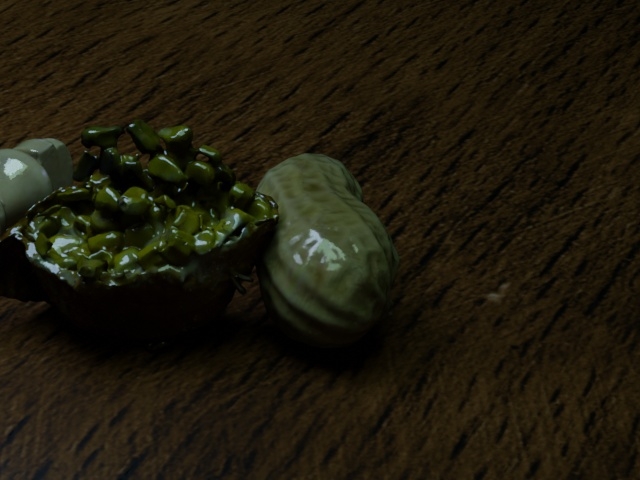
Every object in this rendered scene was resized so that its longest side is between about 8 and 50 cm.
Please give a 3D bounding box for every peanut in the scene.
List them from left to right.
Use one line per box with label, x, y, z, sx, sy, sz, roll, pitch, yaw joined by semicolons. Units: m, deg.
peanut;0.000;0.000;1.997;0.153;0.140;0.325;11;23;-9

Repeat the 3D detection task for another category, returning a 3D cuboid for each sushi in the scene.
sushi;-0.191;-0.002;1.904;0.296;0.179;0.167;0;51;13

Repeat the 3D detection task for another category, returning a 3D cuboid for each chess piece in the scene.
chess piece;-0.378;-0.017;2.012;0.117;0.117;0.397;16;29;22
